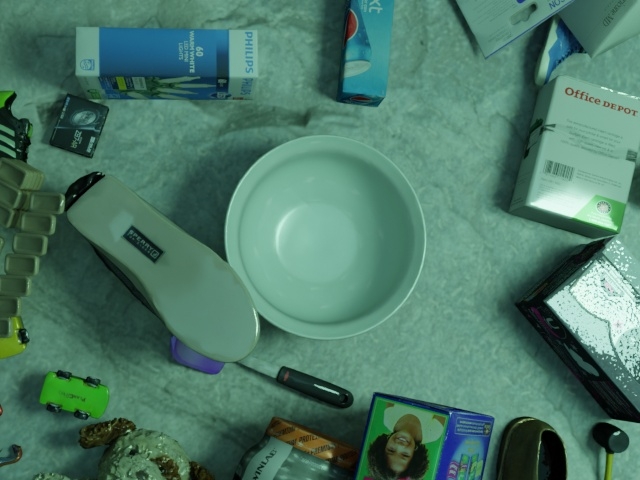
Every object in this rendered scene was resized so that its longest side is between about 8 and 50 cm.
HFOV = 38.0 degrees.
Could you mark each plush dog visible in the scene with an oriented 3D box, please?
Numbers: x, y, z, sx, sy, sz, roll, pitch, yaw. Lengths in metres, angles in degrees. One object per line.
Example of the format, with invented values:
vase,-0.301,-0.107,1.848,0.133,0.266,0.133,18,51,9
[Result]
plush dog,-0.269,0.375,1.312,0.262,0.210,0.225,30,62,4

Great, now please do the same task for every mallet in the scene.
mallet,0.450,0.381,1.443,0.039,0.062,0.189,4,84,-8

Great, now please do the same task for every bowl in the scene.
bowl,0.000,0.000,1.390,0.298,0.134,0.297,1,84,-8

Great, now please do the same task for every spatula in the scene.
spatula,-0.086,0.193,1.411,0.296,0.030,0.084,23,83,-5

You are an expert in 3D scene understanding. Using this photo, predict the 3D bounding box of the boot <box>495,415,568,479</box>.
boot,0.311,0.423,1.396,0.112,0.115,0.305,7,84,-8

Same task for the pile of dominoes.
pile of dominoes,-0.462,0.011,1.328,0.196,0.040,0.251,27,99,25

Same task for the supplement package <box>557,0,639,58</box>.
supplement package,0.434,-0.470,1.438,0.175,0.177,0.293,-29,77,-19

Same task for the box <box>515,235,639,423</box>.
box,0.456,0.137,1.429,0.163,0.142,0.247,-40,90,-9

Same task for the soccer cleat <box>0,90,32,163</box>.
soccer cleat,-0.460,-0.141,1.386,0.072,0.060,0.179,-19,84,-10

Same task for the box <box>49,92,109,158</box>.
box,-0.368,-0.175,1.420,0.067,0.018,0.083,19,82,-4

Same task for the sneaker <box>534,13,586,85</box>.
sneaker,0.406,-0.314,1.512,0.085,0.058,0.152,19,75,4

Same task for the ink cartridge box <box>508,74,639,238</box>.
ink cartridge box,0.409,-0.131,1.476,0.160,0.092,0.219,17,82,-6

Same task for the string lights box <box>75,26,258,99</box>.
string lights box,-0.226,-0.263,1.389,0.260,0.133,0.076,-1,84,-7

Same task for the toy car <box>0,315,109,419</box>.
toy car,-0.419,0.211,1.356,0.225,0.053,0.239,17,83,-6

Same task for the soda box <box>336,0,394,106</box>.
soda box,0.072,-0.323,1.467,0.071,0.067,0.210,6,83,-7

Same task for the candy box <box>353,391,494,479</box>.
candy box,0.131,0.385,1.295,0.122,0.268,0.317,9,81,25

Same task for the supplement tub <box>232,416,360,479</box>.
supplement tub,-0.056,0.423,1.309,0.194,0.193,0.316,21,82,-5

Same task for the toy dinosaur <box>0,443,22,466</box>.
toy dinosaur,-0.480,0.322,1.355,0.082,0.047,0.090,11,116,-15

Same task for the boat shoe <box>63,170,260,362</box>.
boat shoe,-0.216,0.043,1.338,0.127,0.158,0.340,-44,84,-8

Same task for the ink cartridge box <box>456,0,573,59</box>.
ink cartridge box,0.289,-0.420,1.440,0.045,0.206,0.208,-24,87,-39
